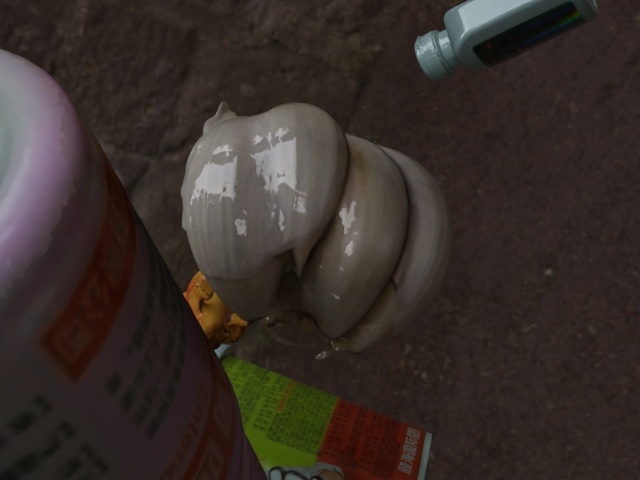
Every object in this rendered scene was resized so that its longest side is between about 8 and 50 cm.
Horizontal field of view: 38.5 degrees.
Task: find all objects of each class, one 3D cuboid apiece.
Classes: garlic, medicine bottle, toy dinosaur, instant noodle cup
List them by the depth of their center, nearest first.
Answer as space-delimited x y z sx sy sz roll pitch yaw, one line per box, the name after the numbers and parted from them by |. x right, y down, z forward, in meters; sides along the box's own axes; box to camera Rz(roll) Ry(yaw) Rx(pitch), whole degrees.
-0.165 0.100 0.522 0.388 0.219 0.219 73 -179 -48 | medicine bottle
0.017 0.001 0.794 0.185 0.281 0.203 1 78 19 | garlic
-0.108 0.063 0.926 0.117 0.070 0.288 -37 9 23 | toy dinosaur
-0.036 0.304 1.127 0.294 0.308 0.293 16 -90 -84 | instant noodle cup
0.236 -0.282 1.196 0.229 0.121 0.083 -21 74 27 | medicine bottle
